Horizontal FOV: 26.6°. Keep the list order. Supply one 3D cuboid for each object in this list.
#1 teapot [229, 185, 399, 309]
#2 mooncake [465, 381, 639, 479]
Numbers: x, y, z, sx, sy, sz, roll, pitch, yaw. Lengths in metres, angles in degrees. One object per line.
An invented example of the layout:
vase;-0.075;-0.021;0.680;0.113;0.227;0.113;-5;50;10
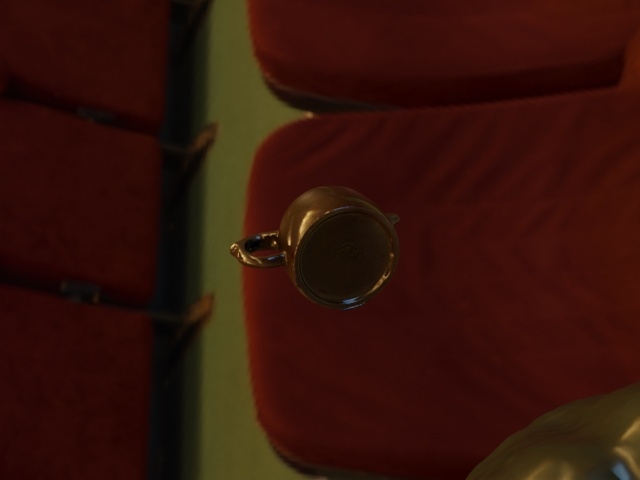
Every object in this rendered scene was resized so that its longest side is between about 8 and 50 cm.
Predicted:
teapot;0.000;0.000;0.899;0.068;0.121;0.076;-128;31;-61
mooncake;0.116;0.133;0.455;0.104;0.168;0.175;133;135;-78
